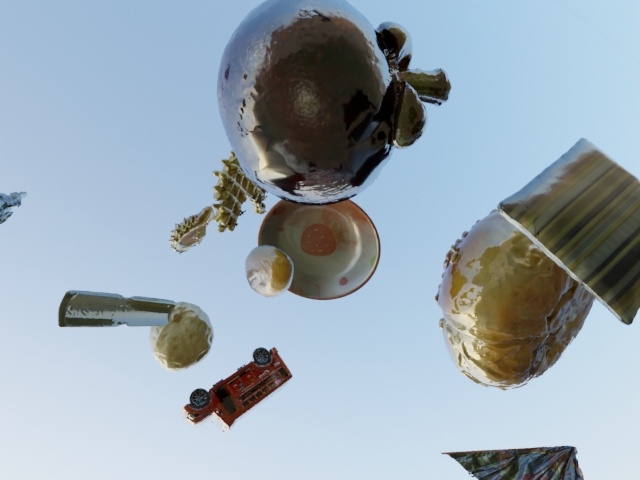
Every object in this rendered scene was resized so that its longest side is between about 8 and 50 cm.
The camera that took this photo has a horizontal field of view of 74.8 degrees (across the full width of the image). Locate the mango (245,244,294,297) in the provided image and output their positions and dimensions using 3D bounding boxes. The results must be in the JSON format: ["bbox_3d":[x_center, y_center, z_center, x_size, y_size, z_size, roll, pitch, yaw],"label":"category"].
[{"bbox_3d":[-0.072,0.042,0.602,0.057,0.114,0.078,-12,-97,-31],"label":"mango"}]

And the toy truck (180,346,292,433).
[{"bbox_3d":[-0.194,0.360,0.984,0.253,0.114,0.107,-29,-20,-34],"label":"toy truck"}]

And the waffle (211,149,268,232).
[{"bbox_3d":[-0.240,-0.171,1.328,0.293,0.069,0.259,-48,-34,-59],"label":"waffle"}]

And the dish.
[{"bbox_3d":[0.000,0.000,0.909,0.261,0.085,0.260,3,-63,7],"label":"dish"}]

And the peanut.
[{"bbox_3d":[-0.321,0.218,0.967,0.141,0.109,0.159,-22,-84,-29],"label":"peanut"}]

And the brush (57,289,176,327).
[{"bbox_3d":[-0.333,0.116,0.703,0.048,0.282,0.054,10,-99,10],"label":"brush"}]

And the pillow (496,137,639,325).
[{"bbox_3d":[0.383,-0.026,0.570,0.208,0.212,0.052,-34,-21,-20],"label":"pillow"}]

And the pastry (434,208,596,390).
[{"bbox_3d":[0.407,0.114,0.899,0.410,0.245,0.409,-15,-62,-30],"label":"pastry"}]

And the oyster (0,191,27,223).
[{"bbox_3d":[-0.477,0.013,0.516,0.252,0.199,0.087,-43,-62,-29],"label":"oyster"}]

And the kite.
[{"bbox_3d":[0.284,0.347,0.568,0.189,0.232,0.009,-44,-32,-14],"label":"kite"}]

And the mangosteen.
[{"bbox_3d":[0.002,-0.191,0.608,0.297,0.293,0.297,-44,-33,-39],"label":"mangosteen"}]

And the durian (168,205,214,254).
[{"bbox_3d":[-0.420,-0.051,1.365,0.224,0.078,0.140,-47,-18,25],"label":"durian"}]
